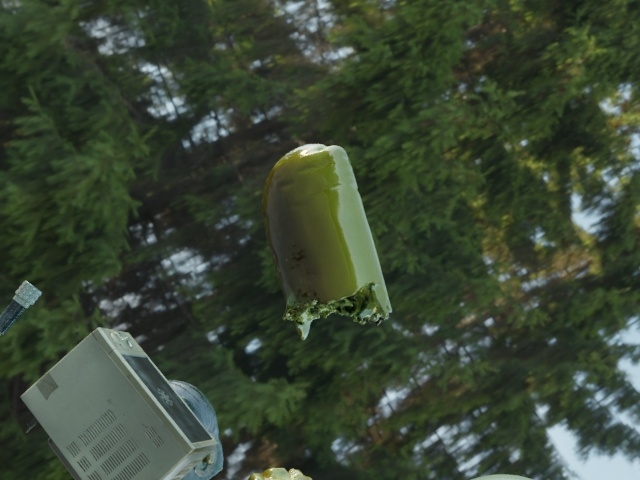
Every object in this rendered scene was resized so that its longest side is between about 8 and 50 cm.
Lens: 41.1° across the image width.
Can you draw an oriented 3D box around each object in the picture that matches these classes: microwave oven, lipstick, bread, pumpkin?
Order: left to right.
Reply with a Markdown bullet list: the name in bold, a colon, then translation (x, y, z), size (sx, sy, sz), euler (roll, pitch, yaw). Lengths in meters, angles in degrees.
- **lipstick**: translation (-0.511, 0.121, 1.406), size (0.037, 0.116, 0.037), euler (35, -14, 10)
- **microwave oven**: translation (-0.312, 0.285, 1.320), size (0.240, 0.194, 0.145), euler (48, 2, 14)
- **pumpkin**: translation (-0.348, 0.384, 1.749), size (0.264, 0.293, 0.196), euler (6, -79, 23)
- **bread**: translation (0.000, 0.000, 1.702), size (0.251, 0.208, 0.376), euler (115, -35, -72)

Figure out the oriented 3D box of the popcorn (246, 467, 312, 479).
- **popcorn**: translation (-0.072, 0.540, 1.517), size (0.237, 0.293, 0.293), euler (39, -30, 14)

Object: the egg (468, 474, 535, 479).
- **egg**: translation (0.277, 0.470, 1.326), size (0.203, 0.283, 0.202), euler (8, -80, 57)
